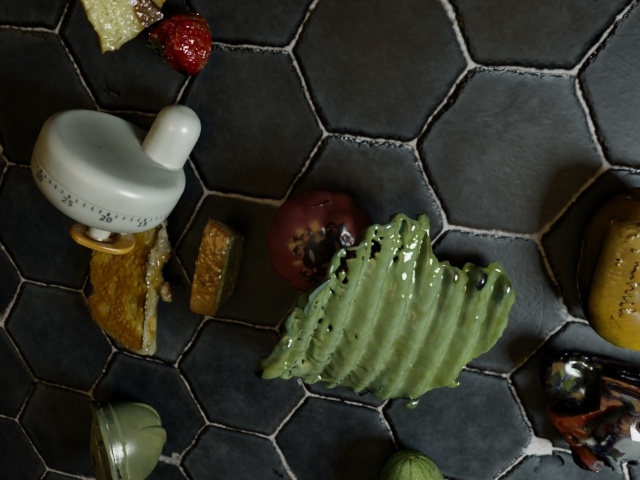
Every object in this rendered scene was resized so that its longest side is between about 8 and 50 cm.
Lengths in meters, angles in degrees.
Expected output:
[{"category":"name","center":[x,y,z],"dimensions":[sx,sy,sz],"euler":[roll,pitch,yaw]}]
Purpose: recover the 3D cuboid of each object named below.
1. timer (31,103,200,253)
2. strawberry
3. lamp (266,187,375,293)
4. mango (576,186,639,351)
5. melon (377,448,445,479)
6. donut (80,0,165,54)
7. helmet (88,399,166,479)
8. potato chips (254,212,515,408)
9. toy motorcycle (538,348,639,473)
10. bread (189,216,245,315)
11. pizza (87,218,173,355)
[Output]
[{"category":"timer","center":[-0.328,-0.131,0.782],"dimensions":[0.233,0.233,0.240],"euler":[39,114,0]},{"category":"strawberry","center":[-0.217,-0.320,0.771],"dimensions":[0.106,0.106,0.106],"euler":[4,107,13]},{"category":"lamp","center":[0.000,0.000,0.796],"dimensions":[0.181,0.140,0.182],"euler":[-2,111,-5]},{"category":"mango","center":[0.463,0.044,0.687],"dimensions":[0.151,0.156,0.249],"euler":[-11,108,-21]},{"category":"melon","center":[0.171,0.485,0.893],"dimensions":[0.139,0.139,0.192],"euler":[-2,102,14]},{"category":"donut","center":[-0.247,-0.429,0.712],"dimensions":[0.294,0.112,0.151],"euler":[-30,66,-1]},{"category":"helmet","center":[-0.403,0.434,1.022],"dimensions":[0.204,0.137,0.258],"euler":[51,135,34]},{"category":"potato chips","center":[0.103,0.148,0.798],"dimensions":[0.373,0.097,0.389],"euler":[26,117,-26]},{"category":"toy motorcycle","center":[0.542,0.305,0.753],"dimensions":[0.400,0.134,0.207],"euler":[10,109,12]},{"category":"bread","center":[-0.186,0.044,0.867],"dimensions":[0.065,0.103,0.188],"euler":[17,108,8]},{"category":"pizza","center":[-0.363,0.066,0.935],"dimensions":[0.189,0.071,0.297],"euler":[19,107,21]}]
